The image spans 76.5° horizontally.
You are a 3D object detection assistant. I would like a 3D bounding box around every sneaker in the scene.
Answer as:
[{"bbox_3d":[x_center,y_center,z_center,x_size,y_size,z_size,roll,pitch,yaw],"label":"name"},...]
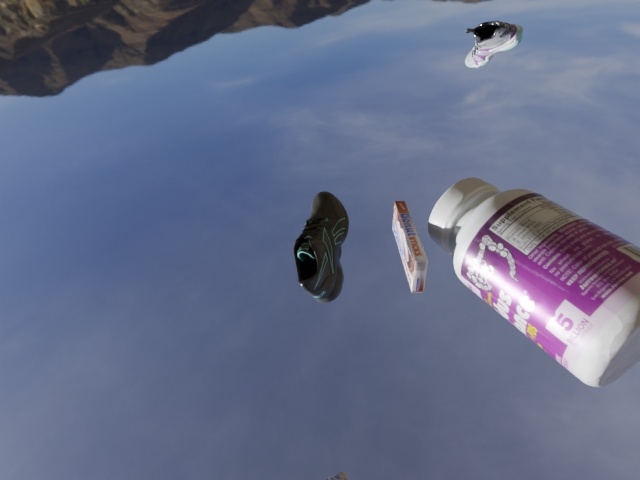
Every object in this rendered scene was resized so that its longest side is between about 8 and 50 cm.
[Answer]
[{"bbox_3d":[0.000,0.000,0.906,0.101,0.106,0.267,-18,-120,35],"label":"sneaker"},{"bbox_3d":[0.234,-0.293,0.596,0.069,0.038,0.098,6,171,-26],"label":"sneaker"}]

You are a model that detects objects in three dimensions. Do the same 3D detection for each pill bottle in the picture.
[{"bbox_3d":[0.295,0.032,0.559,0.169,0.169,0.301,-21,-138,-20],"label":"pill bottle"}]

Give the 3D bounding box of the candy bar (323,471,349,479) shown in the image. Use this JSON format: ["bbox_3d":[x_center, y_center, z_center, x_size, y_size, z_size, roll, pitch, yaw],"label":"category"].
[{"bbox_3d":[0.039,0.184,0.218,0.040,0.018,0.161,-16,-160,-28],"label":"candy bar"}]

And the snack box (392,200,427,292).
[{"bbox_3d":[0.146,0.004,0.676,0.022,0.064,0.178,-4,-145,1],"label":"snack box"}]
